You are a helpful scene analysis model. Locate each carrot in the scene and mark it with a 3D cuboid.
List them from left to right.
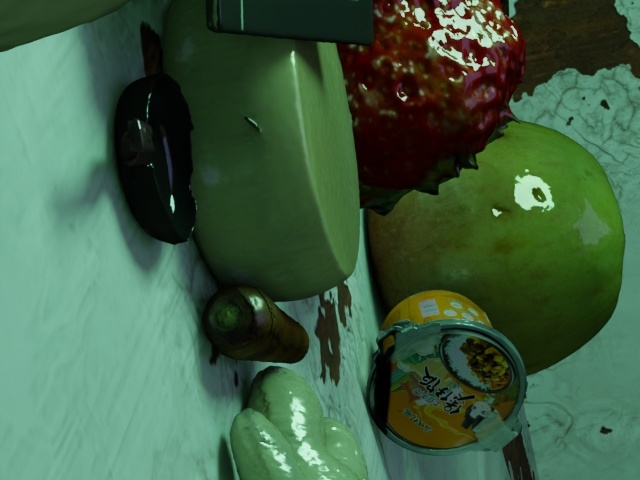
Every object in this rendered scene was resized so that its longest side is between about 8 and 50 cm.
[{"bbox_3d":[-0.046,0.068,1.213,0.161,0.055,0.055,36,45,-74],"label":"carrot"}]

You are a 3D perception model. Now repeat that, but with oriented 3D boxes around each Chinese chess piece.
[{"bbox_3d":[-0.041,-0.086,1.251,0.273,0.102,0.273,-8,90,-80],"label":"Chinese chess piece"}]

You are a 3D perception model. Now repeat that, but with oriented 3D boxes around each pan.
[{"bbox_3d":[-0.111,-0.054,1.015,0.212,0.040,0.114,12,69,-86],"label":"pan"}]

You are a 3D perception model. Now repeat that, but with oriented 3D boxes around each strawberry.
[{"bbox_3d":[0.053,-0.175,1.473,0.276,0.257,0.257,58,15,-9],"label":"strawberry"}]

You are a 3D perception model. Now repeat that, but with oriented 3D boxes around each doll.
[{"bbox_3d":[-0.007,0.220,1.184,0.278,0.175,0.149,-98,-149,-56],"label":"doll"}]

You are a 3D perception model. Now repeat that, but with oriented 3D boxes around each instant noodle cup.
[{"bbox_3d":[0.133,0.136,1.796,0.208,0.178,0.125,60,10,-28],"label":"instant noodle cup"}]

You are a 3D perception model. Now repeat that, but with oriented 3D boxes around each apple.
[{"bbox_3d":[0.221,-0.001,1.978,0.338,0.305,0.338,-11,90,-80],"label":"apple"}]

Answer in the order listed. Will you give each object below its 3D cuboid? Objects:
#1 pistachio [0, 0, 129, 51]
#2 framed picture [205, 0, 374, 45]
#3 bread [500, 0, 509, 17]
[{"bbox_3d":[-0.145,-0.154,0.730,0.152,0.126,0.223,-64,171,7],"label":"pistachio"},{"bbox_3d":[-0.019,-0.312,1.114,0.265,0.016,0.347,-13,103,-66],"label":"framed picture"},{"bbox_3d":[0.134,-0.264,2.006,0.224,0.212,0.142,-83,166,-45],"label":"bread"}]
